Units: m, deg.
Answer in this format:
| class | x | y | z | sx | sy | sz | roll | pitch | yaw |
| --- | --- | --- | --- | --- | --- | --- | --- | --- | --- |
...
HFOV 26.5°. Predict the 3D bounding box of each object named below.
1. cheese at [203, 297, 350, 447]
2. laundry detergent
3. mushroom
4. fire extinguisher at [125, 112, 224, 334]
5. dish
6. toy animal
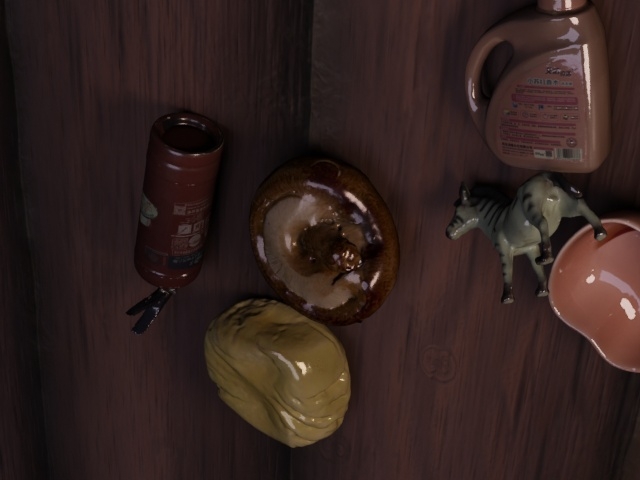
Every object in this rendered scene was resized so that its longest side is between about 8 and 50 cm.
| class | x | y | z | sx | sy | sz | roll | pitch | yaw |
| --- | --- | --- | --- | --- | --- | --- | --- | --- | --- |
| cheese | -0.065 | 0.194 | 1.981 | 0.226 | 0.117 | 0.214 | 19 | 132 | 28 |
| laundry detergent | 0.241 | -0.197 | 1.539 | 0.171 | 0.076 | 0.237 | 6 | 122 | 30 |
| mushroom | 0.010 | -0.005 | 1.791 | 0.194 | 0.138 | 0.231 | -3 | 107 | 50 |
| fire extinguisher | -0.220 | -0.009 | 1.924 | 0.102 | 0.138 | 0.344 | 29 | 130 | 18 |
| dish | 0.384 | 0.048 | 1.600 | 0.213 | 0.090 | 0.213 | 19 | 129 | 25 |
| toy animal | 0.237 | -0.026 | 1.598 | 0.217 | 0.074 | 0.176 | -50 | 48 | 51 |
